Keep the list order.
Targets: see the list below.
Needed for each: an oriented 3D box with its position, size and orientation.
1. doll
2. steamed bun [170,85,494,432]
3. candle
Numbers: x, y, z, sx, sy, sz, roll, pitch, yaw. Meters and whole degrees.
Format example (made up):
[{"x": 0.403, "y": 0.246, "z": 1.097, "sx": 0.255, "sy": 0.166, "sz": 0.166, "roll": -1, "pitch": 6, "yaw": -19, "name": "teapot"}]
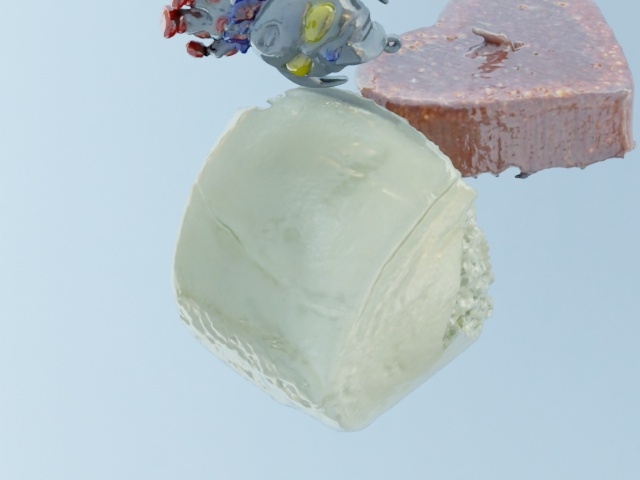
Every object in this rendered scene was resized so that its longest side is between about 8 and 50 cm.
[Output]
[{"x": -0.024, "y": -0.165, "z": 0.834, "sx": 0.062, "sy": 0.195, "sz": 0.104, "roll": -125, "pitch": -134, "yaw": -55, "name": "doll"}, {"x": 0.000, "y": 0.000, "z": 1.023, "sx": 0.290, "sy": 0.273, "sz": 0.272, "roll": 17, "pitch": -41, "yaw": 36, "name": "steamed bun"}, {"x": 0.202, "y": -0.172, "z": 1.164, "sx": 0.287, "sy": 0.317, "sz": 0.131, "roll": 30, "pitch": -38, "yaw": 39, "name": "candle"}]
